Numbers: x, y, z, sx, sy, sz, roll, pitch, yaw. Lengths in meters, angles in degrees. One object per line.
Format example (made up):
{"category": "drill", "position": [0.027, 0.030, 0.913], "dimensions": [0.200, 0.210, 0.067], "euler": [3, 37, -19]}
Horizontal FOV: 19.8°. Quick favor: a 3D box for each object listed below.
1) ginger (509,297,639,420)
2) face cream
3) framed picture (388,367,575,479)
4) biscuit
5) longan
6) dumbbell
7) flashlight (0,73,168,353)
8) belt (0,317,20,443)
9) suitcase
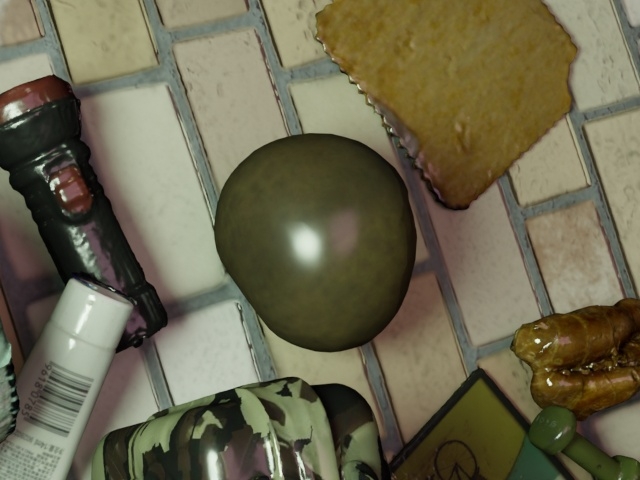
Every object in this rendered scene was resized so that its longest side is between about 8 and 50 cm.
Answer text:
{"category": "ginger", "position": [0.258, 0.110, 1.706], "dimensions": [0.162, 0.073, 0.103], "euler": [-13, 86, -29]}
{"category": "face cream", "position": [-0.219, 0.145, 1.441], "dimensions": [0.092, 0.058, 0.244], "euler": [25, 92, -18]}
{"category": "framed picture", "position": [0.170, 0.313, 1.653], "dimensions": [0.324, 0.013, 0.244], "euler": [50, 63, -8]}
{"category": "biscuit", "position": [0.131, -0.178, 1.741], "dimensions": [0.237, 0.013, 0.232], "euler": [-42, 98, -27]}
{"category": "longan", "position": [0.000, 0.000, 1.556], "dimensions": [0.189, 0.189, 0.189], "euler": [6, 76, -26]}
{"category": "dumbbell", "position": [0.244, 0.197, 1.683], "dimensions": [0.118, 0.052, 0.046], "euler": [37, 80, -26]}
{"category": "flashlight", "position": [-0.200, -0.017, 1.497], "dimensions": [0.093, 0.093, 0.232], "euler": [-26, 92, -29]}
{"category": "belt", "position": [-0.326, 0.066, 1.334], "dimensions": [0.150, 0.207, 0.257], "euler": [-31, 126, -32]}
{"category": "suitcase", "position": [-0.029, 0.281, 1.371], "dimensions": [0.194, 0.339, 0.352], "euler": [-5, 80, -27]}
